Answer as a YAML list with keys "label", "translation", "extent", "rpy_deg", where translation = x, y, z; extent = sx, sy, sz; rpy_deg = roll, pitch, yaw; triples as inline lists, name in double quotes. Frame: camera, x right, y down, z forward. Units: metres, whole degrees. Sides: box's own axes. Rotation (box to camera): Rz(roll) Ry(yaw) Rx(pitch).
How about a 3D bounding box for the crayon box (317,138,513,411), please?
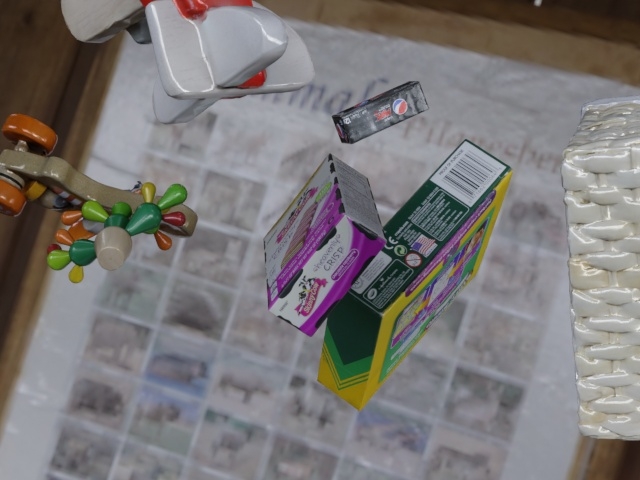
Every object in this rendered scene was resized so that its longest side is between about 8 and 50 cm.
- label: "crayon box"
  translation: [0.148, 0.059, 2.068]
  extent: [0.106, 0.363, 0.313]
  rpy_deg: [35, -31, 16]

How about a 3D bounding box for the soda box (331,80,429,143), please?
- label: "soda box"
  translation: [0.110, -0.234, 2.322]
  extent: [0.169, 0.060, 0.053]
  rpy_deg: [-25, 14, -14]

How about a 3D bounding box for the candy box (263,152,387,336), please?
- label: "candy box"
  translation: [0.000, 0.000, 1.628]
  extent: [0.071, 0.159, 0.233]
  rpy_deg: [34, 15, -15]

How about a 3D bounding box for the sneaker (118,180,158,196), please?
- label: "sneaker"
  translation: [-0.321, -0.058, 2.132]
  extent: [0.069, 0.098, 0.038]
  rpy_deg: [44, -37, -20]

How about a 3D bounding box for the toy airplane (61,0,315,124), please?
- label: "toy airplane"
  translation: [-0.106, -0.300, 1.106]
  extent: [0.386, 0.384, 0.272]
  rpy_deg: [27, 45, 29]

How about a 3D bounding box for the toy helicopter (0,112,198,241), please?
- label: "toy helicopter"
  translation: [-0.340, -0.055, 1.945]
  extent: [0.355, 0.140, 0.235]
  rpy_deg: [14, -20, 24]

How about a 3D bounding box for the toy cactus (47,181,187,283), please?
- label: "toy cactus"
  translation: [-0.275, 0.001, 1.706]
  extent: [0.219, 0.112, 0.180]
  rpy_deg: [-18, 21, 3]

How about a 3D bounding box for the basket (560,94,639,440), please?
- label: "basket"
  translation: [0.425, 0.022, 1.295]
  extent: [0.331, 0.328, 0.266]
  rpy_deg: [-2, 14, 18]
